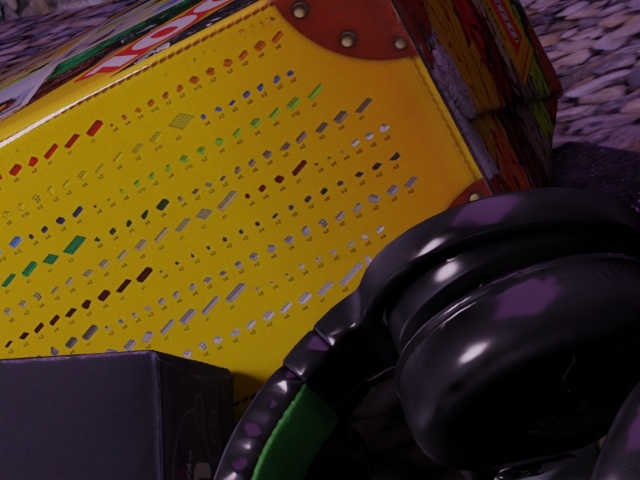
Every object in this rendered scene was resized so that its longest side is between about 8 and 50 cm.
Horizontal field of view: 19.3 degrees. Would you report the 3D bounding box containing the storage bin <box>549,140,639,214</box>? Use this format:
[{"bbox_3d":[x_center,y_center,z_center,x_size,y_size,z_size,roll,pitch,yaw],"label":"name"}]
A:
[{"bbox_3d":[0.175,0.016,1.156,0.084,0.122,0.180,-22,17,-21],"label":"storage bin"}]

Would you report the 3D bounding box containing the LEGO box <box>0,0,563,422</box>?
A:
[{"bbox_3d":[-0.121,-0.015,1.118,0.500,0.193,0.372,-25,13,15],"label":"LEGO box"}]

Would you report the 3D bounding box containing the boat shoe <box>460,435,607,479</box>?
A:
[{"bbox_3d":[0.112,0.098,0.966,0.099,0.116,0.319,-11,22,8],"label":"boat shoe"}]

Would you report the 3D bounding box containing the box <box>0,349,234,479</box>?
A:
[{"bbox_3d":[-0.183,0.143,0.880,0.270,0.165,0.143,-5,-8,10],"label":"box"}]

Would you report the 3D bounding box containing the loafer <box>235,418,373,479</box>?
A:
[{"bbox_3d":[-0.078,0.147,1.045,0.223,0.076,0.078,-16,7,-12],"label":"loafer"}]

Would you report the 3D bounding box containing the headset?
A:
[{"bbox_3d":[0.135,0.085,0.786,0.394,0.185,0.243,-43,56,0],"label":"headset"}]
